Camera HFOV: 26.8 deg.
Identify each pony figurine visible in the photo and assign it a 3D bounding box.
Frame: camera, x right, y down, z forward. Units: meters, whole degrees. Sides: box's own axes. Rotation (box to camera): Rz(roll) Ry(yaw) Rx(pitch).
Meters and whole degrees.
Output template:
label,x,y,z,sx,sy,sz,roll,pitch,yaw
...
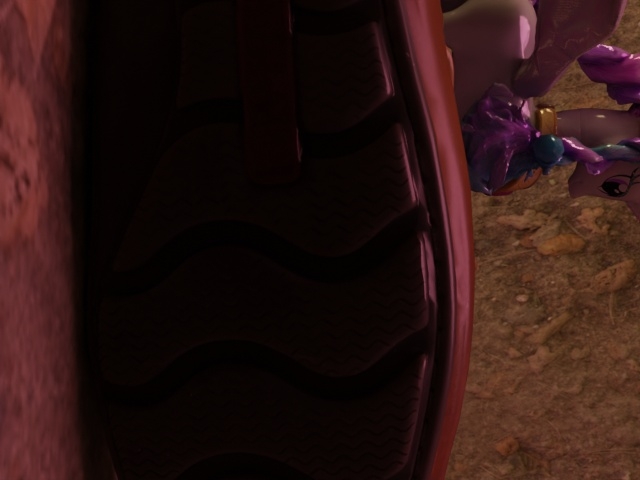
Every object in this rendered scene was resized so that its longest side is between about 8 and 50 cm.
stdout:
label,x,y,z,sx,sy,sz,roll,pitch,yaw
pony figurine,0.146,-0.161,1.102,0.303,0.363,0.351,-61,151,-82

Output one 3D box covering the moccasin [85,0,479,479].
label,x,y,z,sx,sy,sz,roll,pitch,yaw
moccasin,-0.017,-0.049,0.483,0.147,0.139,0.380,-17,98,-77
